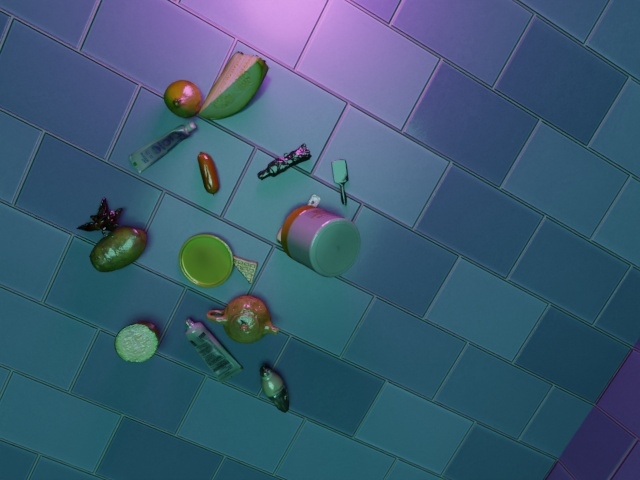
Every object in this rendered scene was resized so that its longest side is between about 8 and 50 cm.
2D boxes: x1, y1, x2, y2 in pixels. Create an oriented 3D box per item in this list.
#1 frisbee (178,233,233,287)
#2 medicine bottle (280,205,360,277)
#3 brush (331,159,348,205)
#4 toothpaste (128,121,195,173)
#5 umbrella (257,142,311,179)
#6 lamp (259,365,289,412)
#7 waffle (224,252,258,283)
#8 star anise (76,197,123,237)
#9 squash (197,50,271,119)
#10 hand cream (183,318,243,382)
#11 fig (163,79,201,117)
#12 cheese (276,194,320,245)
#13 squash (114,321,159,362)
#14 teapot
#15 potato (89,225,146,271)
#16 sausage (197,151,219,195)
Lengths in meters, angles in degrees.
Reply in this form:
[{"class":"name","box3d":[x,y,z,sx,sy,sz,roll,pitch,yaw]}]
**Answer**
[{"class":"frisbee","box3d":[-0.479,0.086,1.676,0.236,0.017,0.235,1,103,3]},{"class":"medicine bottle","box3d":[0.000,0.000,1.562,0.238,0.232,0.237,-12,112,-32]},{"class":"brush","box3d":[0.088,-0.241,1.673,0.063,0.016,0.193,-9,100,-2]},{"class":"toothpaste","box3d":[-0.623,-0.377,1.581,0.301,0.048,0.075,-30,129,8]},{"class":"umbrella","box3d":[-0.149,-0.309,1.623,0.236,0.059,0.066,-30,84,0]},{"class":"lamp","box3d":[-0.202,0.661,1.772,0.101,0.101,0.250,-23,109,0]},{"class":"waffle","box3d":[-0.349,0.117,1.700,0.153,0.023,0.097,20,96,-9]},{"class":"star anise","box3d":[-0.865,-0.091,1.596,0.213,0.053,0.157,11,69,25]},{"class":"squash","box3d":[-0.319,-0.560,1.524,0.111,0.203,0.288,28,95,-48]},{"class":"hand cream","box3d":[-0.481,0.474,1.743,0.124,0.078,0.340,-32,109,1]},{"class":"fig","box3d":[-0.524,-0.538,1.524,0.136,0.120,0.152,-26,66,4]},{"class":"cheese","box3d":[-0.076,-0.074,1.673,0.127,0.050,0.255,32,96,-9]},{"class":"squash","box3d":[-0.754,0.413,1.674,0.170,0.123,0.170,-1,99,-4]},{"class":"teapot","box3d":[-0.325,0.341,1.670,0.312,0.167,0.203,13,99,-6]},{"class":"potato","box3d":[-0.809,0.033,1.610,0.251,0.113,0.149,-39,97,-4]},{"class":"sausage","box3d":[-0.450,-0.270,1.609,0.062,0.054,0.183,-15,100,-30]}]
